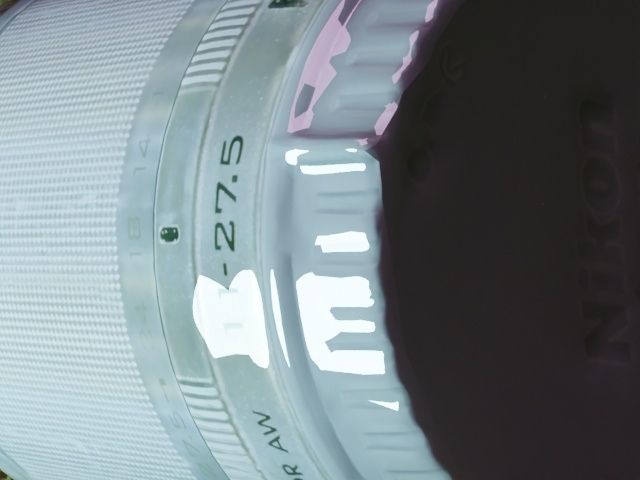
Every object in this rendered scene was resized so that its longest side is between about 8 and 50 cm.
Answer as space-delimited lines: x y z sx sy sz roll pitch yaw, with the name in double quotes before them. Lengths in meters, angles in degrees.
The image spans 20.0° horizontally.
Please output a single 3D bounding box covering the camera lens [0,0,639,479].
"camera lens" 0.000 0.000 0.643 0.274 0.219 0.219 -1 32 49
